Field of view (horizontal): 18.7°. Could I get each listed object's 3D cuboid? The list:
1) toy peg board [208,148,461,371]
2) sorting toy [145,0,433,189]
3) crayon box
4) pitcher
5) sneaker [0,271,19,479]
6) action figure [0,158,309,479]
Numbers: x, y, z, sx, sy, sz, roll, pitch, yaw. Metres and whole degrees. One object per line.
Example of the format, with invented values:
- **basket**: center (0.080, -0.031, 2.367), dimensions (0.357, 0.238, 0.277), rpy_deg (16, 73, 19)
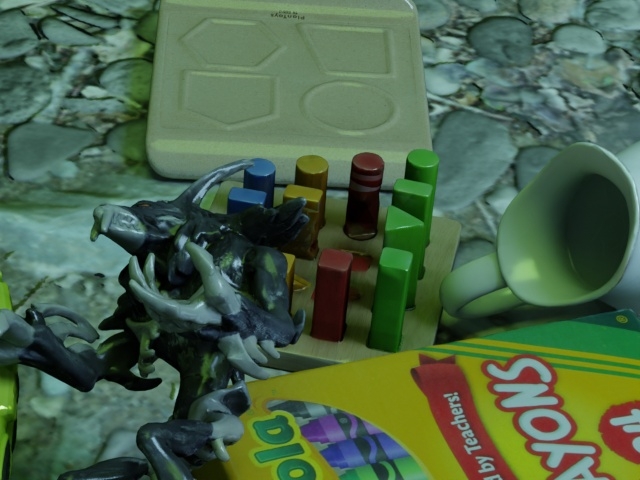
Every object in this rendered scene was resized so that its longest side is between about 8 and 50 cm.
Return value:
- **toy peg board**: center (0.000, 0.000, 1.190), dimensions (0.161, 0.079, 0.161), rpy_deg (11, 37, 7)
- **sorting toy**: center (-0.022, -0.107, 1.371), dimensions (0.193, 0.038, 0.208), rpy_deg (3, 41, -3)
- **crayon box**: center (0.063, 0.149, 0.999), dimensions (0.318, 0.081, 0.202), rpy_deg (-10, 40, -19)
- **pitcher**: center (0.188, 0.004, 1.175), dimensions (0.207, 0.178, 0.125), rpy_deg (-2, 71, -43)
- **sneaker**: center (-0.219, 0.104, 0.998), dimensions (0.123, 0.109, 0.295), rpy_deg (5, 37, -7)
- **action figure**: center (-0.085, 0.059, 0.941), dimensions (0.141, 0.164, 0.275), rpy_deg (34, 42, -37)
